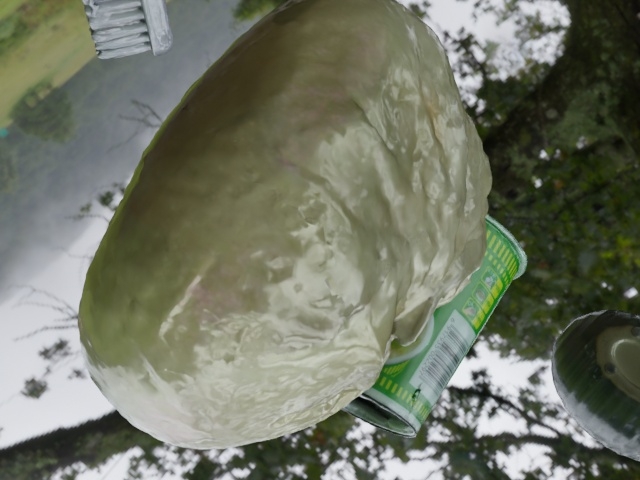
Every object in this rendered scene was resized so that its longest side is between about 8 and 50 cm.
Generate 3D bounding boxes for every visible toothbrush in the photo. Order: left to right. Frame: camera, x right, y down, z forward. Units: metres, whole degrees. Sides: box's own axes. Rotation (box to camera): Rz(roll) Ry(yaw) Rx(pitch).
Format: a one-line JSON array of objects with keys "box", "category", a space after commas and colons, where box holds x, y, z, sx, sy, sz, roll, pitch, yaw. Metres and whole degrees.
[{"box": [-0.079, -0.202, 0.198, 0.029, 0.354, 0.024, -17, -137, -14], "category": "toothbrush"}]

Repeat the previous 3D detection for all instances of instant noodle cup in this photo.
[{"box": [0.095, 0.086, 0.938, 0.207, 0.207, 0.233, -5, -128, 58], "category": "instant noodle cup"}]

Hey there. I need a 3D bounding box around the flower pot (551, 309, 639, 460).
[{"box": [0.449, 0.207, 1.211, 0.189, 0.243, 0.157, -44, 156, -16], "category": "flower pot"}]

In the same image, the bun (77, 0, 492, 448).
[{"box": [0.000, 0.000, 0.618, 0.361, 0.213, 0.361, -51, 160, -26], "category": "bun"}]
